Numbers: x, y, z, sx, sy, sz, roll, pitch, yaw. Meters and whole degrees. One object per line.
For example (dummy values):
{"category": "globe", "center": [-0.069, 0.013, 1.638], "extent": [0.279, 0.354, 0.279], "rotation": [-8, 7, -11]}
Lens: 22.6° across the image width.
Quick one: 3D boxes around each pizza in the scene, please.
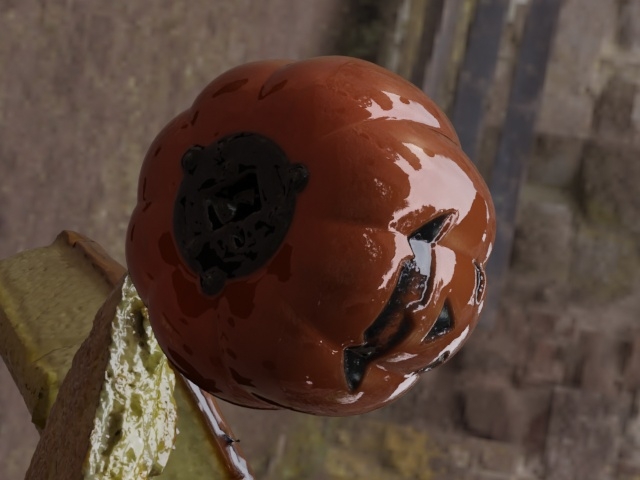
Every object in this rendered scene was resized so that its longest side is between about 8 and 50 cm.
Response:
{"category": "pizza", "center": [-0.148, 0.192, 1.029], "extent": [0.288, 0.075, 0.280], "rotation": [-92, -155, -49]}

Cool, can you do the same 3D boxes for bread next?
{"category": "bread", "center": [-0.161, 0.177, 1.412], "extent": [0.333, 0.143, 0.324], "rotation": [39, -25, 62]}

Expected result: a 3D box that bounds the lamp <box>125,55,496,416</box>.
{"category": "lamp", "center": [0.000, 0.000, 0.827], "extent": [0.164, 0.187, 0.188], "rotation": [18, 80, -56]}
